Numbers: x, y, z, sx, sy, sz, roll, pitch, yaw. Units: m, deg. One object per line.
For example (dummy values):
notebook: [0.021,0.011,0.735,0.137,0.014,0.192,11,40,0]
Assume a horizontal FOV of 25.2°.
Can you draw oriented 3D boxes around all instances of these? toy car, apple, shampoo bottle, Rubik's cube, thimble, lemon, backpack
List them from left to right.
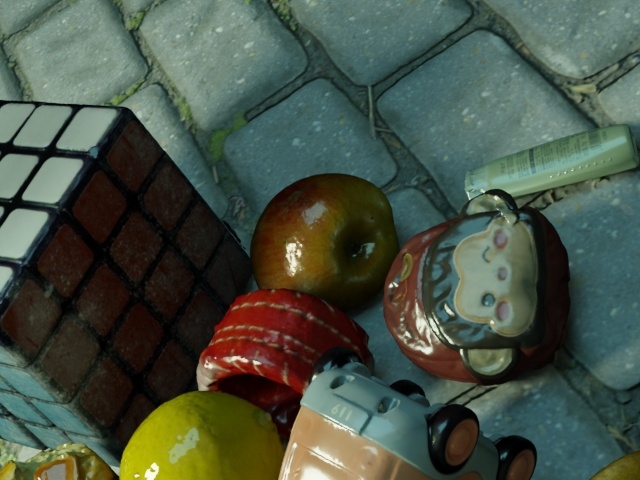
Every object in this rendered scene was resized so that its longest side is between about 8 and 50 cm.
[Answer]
Rubik's cube: [-0.350,0.051,1.838,0.337,0.344,0.344,6,53,39]
lemon: [-0.129,0.257,1.607,0.203,0.178,0.178,-42,38,17]
thimble: [-0.046,0.145,1.675,0.189,0.163,0.125,5,51,29]
apple: [0.000,0.000,1.811,0.195,0.160,0.173,-45,19,-21]
toy car: [0.073,0.250,1.441,0.180,0.270,0.212,23,85,40]
backpack: [0.176,0.062,1.634,0.229,0.139,0.229,-11,64,23]
shampoo bottle: [0.284,-0.091,1.769,0.212,0.049,0.072,-16,48,20]

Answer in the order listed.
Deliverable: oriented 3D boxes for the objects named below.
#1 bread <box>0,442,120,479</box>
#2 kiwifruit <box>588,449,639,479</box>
bread: [-0.360,0.382,1.640,0.149,0.195,0.344,27,68,25]
kiwifruit: [0.300,0.295,1.276,0.234,0.196,0.196,-43,41,-15]
